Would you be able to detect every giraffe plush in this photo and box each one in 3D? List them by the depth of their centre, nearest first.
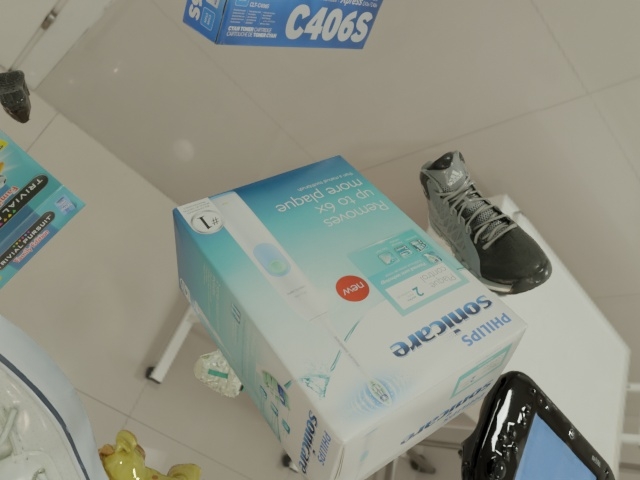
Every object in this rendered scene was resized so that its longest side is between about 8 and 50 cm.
[{"bbox_3d":[-0.306,0.401,0.915,0.170,0.210,0.181,43,62,-5],"label":"giraffe plush"}]

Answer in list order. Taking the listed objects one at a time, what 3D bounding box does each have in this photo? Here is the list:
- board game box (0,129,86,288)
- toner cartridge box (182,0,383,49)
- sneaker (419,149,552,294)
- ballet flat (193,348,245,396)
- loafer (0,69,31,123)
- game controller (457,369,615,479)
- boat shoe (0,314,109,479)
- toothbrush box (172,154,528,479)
[{"bbox_3d":[-0.685,-0.080,1.159,0.254,0.336,0.079,-49,151,-13],"label":"board game box"},{"bbox_3d":[-0.027,-0.375,0.825,0.075,0.165,0.347,39,35,24],"label":"toner cartridge box"},{"bbox_3d":[0.174,-0.036,0.668,0.086,0.229,0.132,-32,121,-4],"label":"sneaker"},{"bbox_3d":[-0.274,0.343,1.522,0.146,0.409,0.147,3,77,-12],"label":"ballet flat"},{"bbox_3d":[-0.795,-0.370,1.453,0.080,0.220,0.078,-16,135,-17],"label":"loafer"},{"bbox_3d":[0.289,0.305,0.714,0.319,0.067,0.166,45,68,-26],"label":"game controller"},{"bbox_3d":[-0.302,0.234,0.513,0.156,0.135,0.367,-67,156,-56],"label":"boat shoe"},{"bbox_3d":[0.012,0.065,0.570,0.216,0.126,0.295,-21,52,-28],"label":"toothbrush box"}]
